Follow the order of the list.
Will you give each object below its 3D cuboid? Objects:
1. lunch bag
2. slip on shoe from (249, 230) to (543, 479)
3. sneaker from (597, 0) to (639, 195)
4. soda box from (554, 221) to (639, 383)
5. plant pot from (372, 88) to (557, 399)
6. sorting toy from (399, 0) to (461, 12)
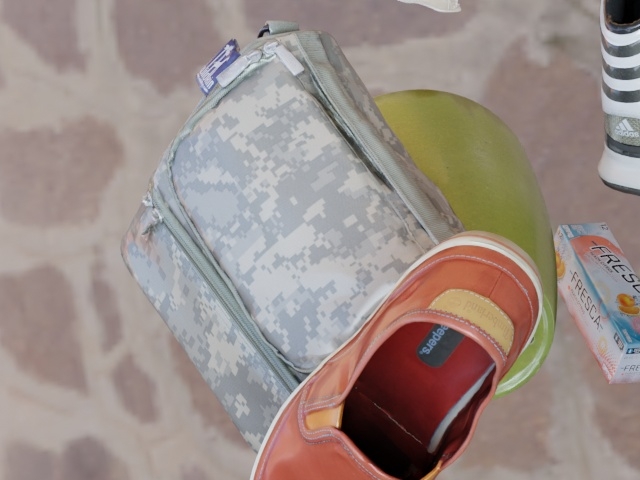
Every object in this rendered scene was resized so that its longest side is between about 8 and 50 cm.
[{"bbox_3d":[0.000,0.000,1.664,0.305,0.212,0.256,55,136,21],"label":"lunch bag"},{"bbox_3d":[0.035,0.135,1.332,0.123,0.101,0.331,33,124,-2],"label":"slip on shoe"},{"bbox_3d":[0.420,-0.243,1.997,0.169,0.447,0.257,12,123,34],"label":"sneaker"},{"bbox_3d":[0.298,0.063,2.063,0.183,0.058,0.063,-114,30,-42],"label":"soda box"},{"bbox_3d":[0.119,0.032,1.917,0.293,0.274,0.275,-115,33,-64],"label":"plant pot"},{"bbox_3d":[0.116,-0.293,2.184,0.045,0.075,0.083,42,137,53],"label":"sorting toy"}]
